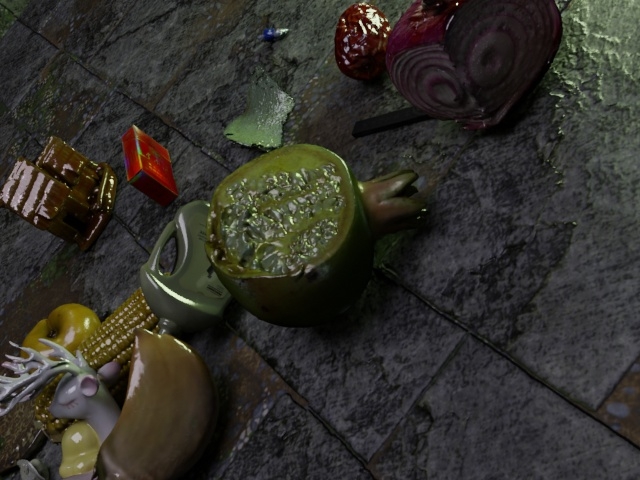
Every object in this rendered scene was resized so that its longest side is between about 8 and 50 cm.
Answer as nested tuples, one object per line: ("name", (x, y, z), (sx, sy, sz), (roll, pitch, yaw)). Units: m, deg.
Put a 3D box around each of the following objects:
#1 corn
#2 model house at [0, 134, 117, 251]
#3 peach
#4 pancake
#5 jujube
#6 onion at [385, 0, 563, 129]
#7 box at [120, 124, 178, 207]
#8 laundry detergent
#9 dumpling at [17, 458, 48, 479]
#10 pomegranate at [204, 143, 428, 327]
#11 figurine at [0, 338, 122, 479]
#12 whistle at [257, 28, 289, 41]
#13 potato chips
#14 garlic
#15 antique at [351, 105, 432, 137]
("corn", (-0.385, 0.223, 1.847), (0.387, 0.144, 0.144), (-48, 38, 7))
("model house", (-0.602, -0.122, 2.274), (0.220, 0.229, 0.199), (31, 90, 51))
("peach", (-0.525, 0.206, 2.019), (0.179, 0.103, 0.179), (-23, 32, 16))
("pancake", (-0.637, 0.358, 2.087), (0.288, 0.033, 0.286), (-16, 52, 38))
("jujube", (0.081, -0.380, 1.876), (0.112, 0.109, 0.176), (-5, 47, 2))
("onion", (0.234, -0.324, 1.586), (0.256, 0.272, 0.230), (-23, 22, -16))
("box", (-0.373, -0.163, 2.163), (0.048, 0.112, 0.175), (-39, 41, 17))
("laundry detergent", (-0.225, 0.065, 1.767), (0.091, 0.181, 0.253), (-25, 35, 61))
("dumpling", (-0.557, 0.448, 1.911), (0.052, 0.057, 0.076), (-46, 38, 8))
("pomegranate", (0.000, 0.000, 1.597), (0.359, 0.216, 0.309), (-14, 44, -1))
("figurine", (-0.460, 0.309, 1.686), (0.284, 0.206, 0.315), (-6, 74, 4))
("whistle", (-0.105, -0.455, 2.188), (0.083, 0.029, 0.033), (-1, 24, 39))
("potato chips", (-0.129, -0.268, 2.042), (0.167, 0.059, 0.228), (-7, 51, 35))
("garlic", (-0.290, 0.319, 1.628), (0.151, 0.196, 0.338), (-33, 30, 51))
("antique", (0.134, -0.216, 1.766), (0.192, 0.015, 0.031), (-10, 54, 41))
